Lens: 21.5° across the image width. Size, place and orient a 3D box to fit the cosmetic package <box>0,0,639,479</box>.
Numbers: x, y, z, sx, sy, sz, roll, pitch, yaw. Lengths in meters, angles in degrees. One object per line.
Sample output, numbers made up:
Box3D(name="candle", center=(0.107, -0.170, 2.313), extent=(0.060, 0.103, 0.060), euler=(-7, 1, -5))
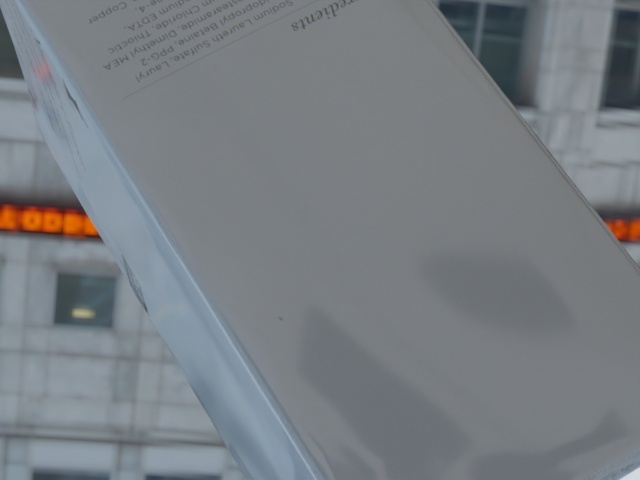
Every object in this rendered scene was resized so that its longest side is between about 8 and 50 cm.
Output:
Box3D(name="cosmetic package", center=(0.000, 0.000, 0.748), extent=(0.156, 0.217, 0.385), euler=(-27, -119, -11))
